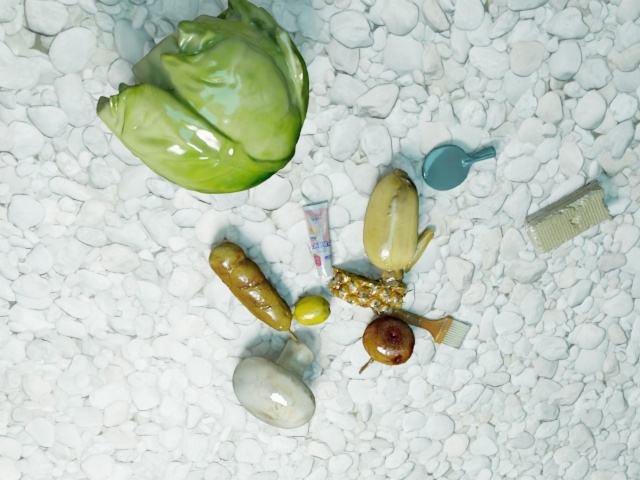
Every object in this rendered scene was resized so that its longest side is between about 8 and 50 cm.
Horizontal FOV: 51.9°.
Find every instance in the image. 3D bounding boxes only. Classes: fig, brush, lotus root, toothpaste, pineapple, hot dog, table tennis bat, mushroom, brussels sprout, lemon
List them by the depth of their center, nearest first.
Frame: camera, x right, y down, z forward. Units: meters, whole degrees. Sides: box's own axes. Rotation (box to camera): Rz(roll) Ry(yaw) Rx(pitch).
[{"bbox_3d":[-0.212,-0.278,1.403,0.425,0.342,0.361,-37,106,3],"label":"brussels sprout"},{"bbox_3d":[0.181,-0.036,1.684,0.146,0.130,0.304,-2,103,-26],"label":"lotus root"},{"bbox_3d":[0.362,-0.200,1.712,0.201,0.033,0.124,-20,115,0],"label":"table tennis bat"},{"bbox_3d":[0.000,0.000,1.718,0.067,0.043,0.195,-11,107,-3],"label":"toothpaste"},{"bbox_3d":[0.137,0.135,1.742,0.232,0.135,0.080,8,108,-12],"label":"pineapple"},{"bbox_3d":[-0.026,0.189,1.762,0.110,0.082,0.082,-10,113,7],"label":"lemon"},{"bbox_3d":[-0.106,0.378,1.770,0.243,0.243,0.244,-4,111,-9],"label":"mushroom"},{"bbox_3d":[0.259,0.027,1.780,0.044,0.028,0.137,18,111,-44],"label":"hot dog"},{"bbox_3d":[0.178,0.308,1.841,0.146,0.134,0.201,29,137,10],"label":"fig"},{"bbox_3d":[0.282,0.232,1.872,0.314,0.017,0.090,20,103,-17],"label":"brush"}]

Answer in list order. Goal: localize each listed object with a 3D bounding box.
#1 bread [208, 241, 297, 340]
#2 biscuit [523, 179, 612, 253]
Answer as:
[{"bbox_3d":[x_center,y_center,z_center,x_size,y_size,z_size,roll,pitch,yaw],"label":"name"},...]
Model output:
[{"bbox_3d":[-0.162,0.137,1.707,0.084,0.124,0.344,-49,114,-22],"label":"bread"},{"bbox_3d":[0.682,-0.063,1.807,0.238,0.062,0.108,-29,113,1],"label":"biscuit"}]
